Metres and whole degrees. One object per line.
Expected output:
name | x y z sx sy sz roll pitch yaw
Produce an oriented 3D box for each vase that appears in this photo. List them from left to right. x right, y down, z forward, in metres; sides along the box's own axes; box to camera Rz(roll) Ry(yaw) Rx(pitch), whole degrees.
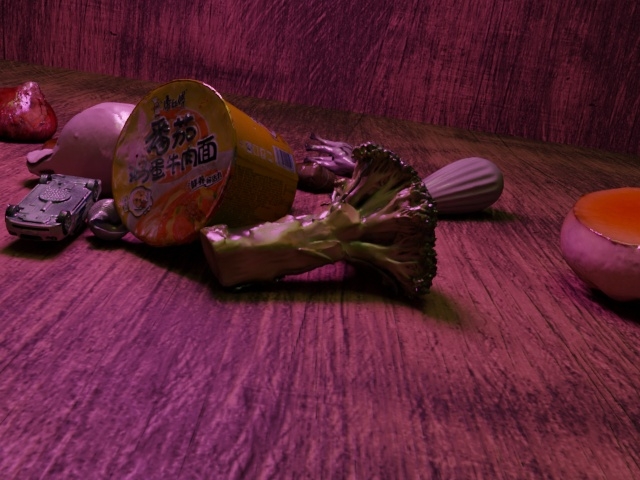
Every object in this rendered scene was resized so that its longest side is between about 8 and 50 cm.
vase | 0.304 -0.115 1.788 0.248 0.128 0.128 -16 28 -37

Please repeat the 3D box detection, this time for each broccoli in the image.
broccoli | -0.005 -0.020 1.203 0.361 0.221 0.252 5 52 -13

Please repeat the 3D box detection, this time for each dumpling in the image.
dumpling | -0.368 -0.179 1.503 0.341 0.181 0.260 -30 -1 27

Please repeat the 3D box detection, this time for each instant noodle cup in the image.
instant noodle cup | -0.175 -0.109 1.261 0.264 0.264 0.200 20 5 34

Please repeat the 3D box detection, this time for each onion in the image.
onion | -0.721 -0.316 1.884 0.184 0.147 0.184 22 18 -7

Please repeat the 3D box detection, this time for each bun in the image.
bun | 0.562 0.028 1.337 0.299 0.164 0.299 -3 26 1

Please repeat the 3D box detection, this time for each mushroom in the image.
mushroom | -0.550 -0.196 1.729 0.123 0.052 0.123 9 20 -3

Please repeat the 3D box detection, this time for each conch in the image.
conch | -0.337 -0.026 1.247 0.076 0.056 0.085 29 38 2

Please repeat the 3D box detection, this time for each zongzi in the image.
zongzi | -0.035 -0.143 1.855 0.154 0.062 0.130 1 -12 36

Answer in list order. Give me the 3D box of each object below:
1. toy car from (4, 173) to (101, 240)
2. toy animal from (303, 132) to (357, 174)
toy car | -0.415 -0.045 1.233 0.090 0.076 0.224 8 24 -1
toy animal | 0.036 -0.216 2.059 0.170 0.089 0.255 8 18 -18
